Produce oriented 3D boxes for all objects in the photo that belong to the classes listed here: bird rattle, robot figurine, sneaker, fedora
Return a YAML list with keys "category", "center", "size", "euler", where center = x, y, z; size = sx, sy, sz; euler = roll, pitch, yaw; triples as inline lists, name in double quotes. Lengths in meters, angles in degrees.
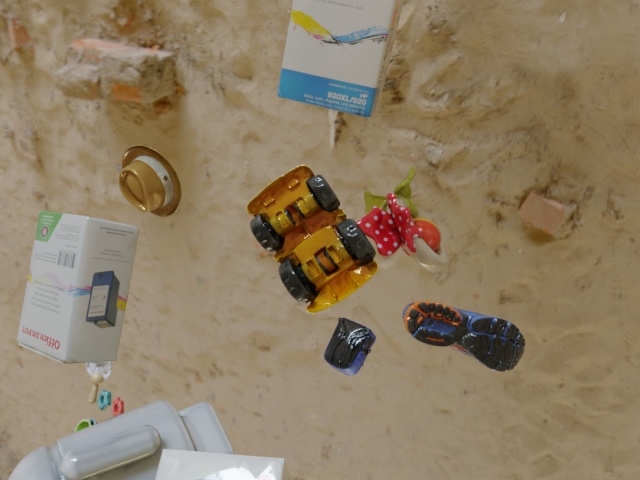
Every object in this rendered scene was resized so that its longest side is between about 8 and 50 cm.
- category: "bird rattle"
  center: [0.176, -0.027, 1.041]
  size: [0.143, 0.253, 0.207]
  euler: [-42, 107, 14]
- category: "robot figurine"
  center: [-0.312, 0.376, 0.836]
  size: [0.200, 0.353, 0.300]
  euler: [51, 142, 34]
- category: "sneaker"
  center: [0.229, 0.142, 0.884]
  size: [0.221, 0.087, 0.083]
  euler: [24, 92, -11]
- category: "fedora"
  center: [-0.434, -0.135, 1.354]
  size: [0.194, 0.079, 0.194]
  euler: [14, 124, 22]

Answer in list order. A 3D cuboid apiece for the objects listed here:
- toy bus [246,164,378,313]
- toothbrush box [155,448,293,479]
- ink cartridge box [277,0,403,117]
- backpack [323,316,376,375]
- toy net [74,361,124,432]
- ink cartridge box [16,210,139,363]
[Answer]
- category: "toy bus"
  center: [0.000, 0.000, 0.953]
  size: [0.149, 0.211, 0.220]
  euler: [-35, 81, 8]
- category: "toothbrush box"
  center: [-0.088, 0.355, 0.546]
  size: [0.122, 0.206, 0.283]
  euler: [1, 143, 7]
- category: "ink cartridge box"
  center: [0.042, -0.356, 0.959]
  size: [0.168, 0.171, 0.233]
  euler: [15, 112, 7]
- category: "backpack"
  center: [0.075, 0.269, 1.349]
  size: [0.098, 0.120, 0.101]
  euler: [16, 156, 36]
- category: "toy net"
  center: [-0.459, 0.315, 1.140]
  size: [0.122, 0.045, 0.232]
  euler: [-29, 60, 33]
- category: "ink cartridge box"
  center: [-0.377, 0.069, 0.850]
  size: [0.154, 0.093, 0.212]
  euler: [6, 85, 38]
